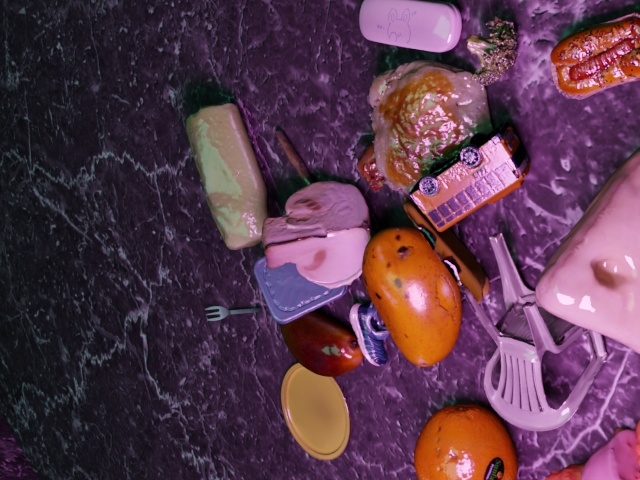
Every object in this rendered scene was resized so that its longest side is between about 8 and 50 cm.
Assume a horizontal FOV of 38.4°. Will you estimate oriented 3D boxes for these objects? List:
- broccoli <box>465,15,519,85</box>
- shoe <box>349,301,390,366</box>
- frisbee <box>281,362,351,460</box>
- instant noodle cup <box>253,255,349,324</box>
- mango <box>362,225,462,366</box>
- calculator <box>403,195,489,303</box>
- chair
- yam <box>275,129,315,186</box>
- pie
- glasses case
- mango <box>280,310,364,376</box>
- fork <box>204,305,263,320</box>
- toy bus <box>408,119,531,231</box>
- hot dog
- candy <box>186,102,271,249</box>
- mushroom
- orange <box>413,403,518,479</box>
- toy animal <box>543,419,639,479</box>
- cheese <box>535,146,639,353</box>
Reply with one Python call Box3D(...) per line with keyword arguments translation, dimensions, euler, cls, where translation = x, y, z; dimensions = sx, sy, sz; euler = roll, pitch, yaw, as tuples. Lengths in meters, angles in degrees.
Box3D(translation=(0.291, -0.321, 1.573), dimensions=(0.092, 0.095, 0.097), euler=(23, 142, 9), cls="broccoli")
Box3D(translation=(0.112, 0.194, 1.926), dimensions=(0.071, 0.064, 0.143), euler=(-18, 92, 29), cls="shoe")
Box3D(translation=(-0.010, 0.395, 2.136), dimensions=(0.236, 0.017, 0.236), euler=(14, 109, 45), cls="frisbee")
Box3D(translation=(-0.040, 0.084, 2.005), dimensions=(0.179, 0.070, 0.157), euler=(-26, 76, 6), cls="instant noodle cup")
Box3D(translation=(0.182, 0.112, 1.744), dimensions=(0.191, 0.160, 0.290), euler=(16, 128, 60), cls="mango")
Box3D(translation=(0.229, 0.009, 1.674), dimensions=(0.033, 0.157, 0.236), euler=(-41, 84, 17), cls="calculator")
Box3D(translation=(0.355, 0.160, 1.563), dimensions=(0.203, 0.190, 0.275), euler=(12, 137, 46), cls="chair")
Box3D(translation=(-0.037, -0.153, 2.019), dimensions=(0.234, 0.027, 0.029), euler=(56, 144, 21), cls="yam")
Box3D(translation=(0.199, -0.196, 1.713), dimensions=(0.257, 0.105, 0.274), euler=(23, 120, 26), cls="pie")
Box3D(translation=(0.164, -0.406, 1.712), dimensions=(0.233, 0.059, 0.092), euler=(22, 114, 41), cls="glasses case")
Box3D(translation=(-0.007, 0.224, 2.023), dimensions=(0.267, 0.111, 0.133), euler=(23, 132, 49), cls="mango")
Box3D(translation=(-0.210, 0.179, 2.299), dimensions=(0.235, 0.021, 0.039), euler=(-8, 98, 47), cls="fork")
Box3D(translation=(0.266, -0.110, 1.605), dimensions=(0.201, 0.098, 0.114), euler=(-35, 97, 30), cls="toy bus")
Box3D(translation=(0.446, -0.289, 1.441), dimensions=(0.191, 0.059, 0.108), euler=(-13, 94, 46), cls="hot dog")
Box3D(translation=(-0.204, -0.152, 2.139), dimensions=(0.142, 0.132, 0.343), euler=(-17, 89, 6), cls="candy")
Box3D(translation=(0.007, -0.011, 1.930), dimensions=(0.236, 0.173, 0.162), euler=(-10, 129, 13), cls="mushroom")
Box3D(translation=(0.269, 0.405, 1.709), dimensions=(0.206, 0.206, 0.206), euler=(15, 110, 45), cls="orange")
Box3D(translation=(0.480, 0.413, 1.513), dimensions=(0.169, 0.195, 0.281), euler=(35, 131, -14), cls="toy animal")
Box3D(translation=(0.539, 0.026, 1.353), dimensions=(0.351, 0.129, 0.328), euler=(27, 95, 8), cls="cheese")
